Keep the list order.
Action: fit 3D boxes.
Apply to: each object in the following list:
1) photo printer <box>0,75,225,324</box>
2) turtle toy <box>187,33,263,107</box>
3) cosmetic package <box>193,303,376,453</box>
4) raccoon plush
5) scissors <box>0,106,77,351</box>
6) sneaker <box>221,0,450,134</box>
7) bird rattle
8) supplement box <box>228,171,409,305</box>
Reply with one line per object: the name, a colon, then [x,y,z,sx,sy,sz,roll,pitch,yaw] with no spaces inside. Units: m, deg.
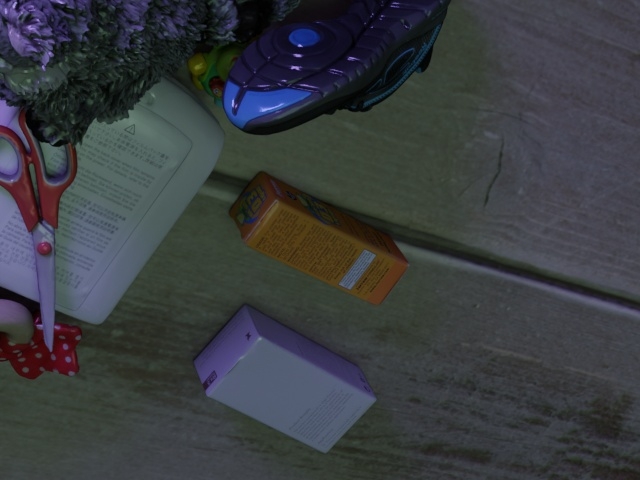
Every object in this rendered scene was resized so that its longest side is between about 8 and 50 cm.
photo printer: [-0.277,-0.076,1.533,0.256,0.107,0.307,26,110,-31]
turtle toy: [-0.098,-0.194,1.527,0.095,0.066,0.130,-25,169,-4]
cosmetic package: [-0.047,0.192,1.832,0.231,0.085,0.117,34,105,-34]
raccoon plush: [-0.179,-0.274,1.299,0.446,0.299,0.216,-35,91,-17]
scissors: [-0.297,-0.010,1.478,0.109,0.021,0.297,-16,117,-5]
sneaker: [0.029,-0.188,1.514,0.341,0.125,0.139,-34,146,-33]
bird rattle: [-0.406,0.123,1.559,0.254,0.143,0.207,-3,162,-9]
supplement box: [0.000,0.000,1.722,0.233,0.078,0.080,23,111,-34]
